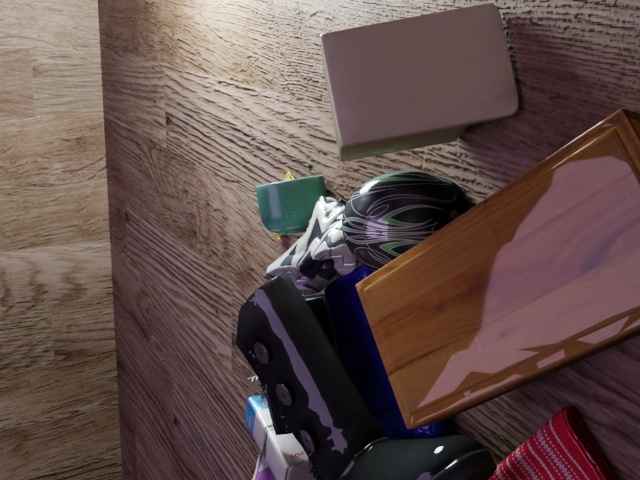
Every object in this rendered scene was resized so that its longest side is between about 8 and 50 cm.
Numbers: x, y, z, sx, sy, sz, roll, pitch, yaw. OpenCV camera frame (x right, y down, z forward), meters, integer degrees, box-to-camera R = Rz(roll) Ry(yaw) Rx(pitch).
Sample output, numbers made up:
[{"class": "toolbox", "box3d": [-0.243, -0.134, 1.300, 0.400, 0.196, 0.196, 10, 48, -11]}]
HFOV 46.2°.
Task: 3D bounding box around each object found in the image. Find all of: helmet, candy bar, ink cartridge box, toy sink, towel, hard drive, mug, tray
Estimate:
[{"class": "helmet", "box3d": [0.117, -0.024, 1.074, 0.169, 0.161, 0.170, 23, 116, 58]}, {"class": "candy bar", "box3d": [-0.074, -0.072, 1.565, 0.040, 0.018, 0.162, 54, 140, 42]}, {"class": "ink cartridge box", "box3d": [-0.050, 0.390, 1.505, 0.191, 0.139, 0.082, 52, 141, 43]}, {"class": "toy sink", "box3d": [0.127, -0.208, 1.016, 0.131, 0.234, 0.153, 67, -168, -86]}, {"class": "towel", "box3d": [0.301, 0.362, 0.972, 0.199, 0.031, 0.275, 64, 147, 32]}, {"class": "hard drive", "box3d": [-0.032, 0.231, 1.407, 0.054, 0.171, 0.255, 28, -126, -78]}, {"class": "mug", "box3d": [-0.042, -0.065, 1.414, 0.129, 0.157, 0.097, -8, 93, 37]}, {"class": "towel", "box3d": [0.098, 0.193, 1.253, 0.227, 0.076, 0.308, -39, 63, 59]}, {"class": "tray", "box3d": [0.226, 0.053, 0.863, 0.411, 0.076, 0.203, -37, 64, 38]}]

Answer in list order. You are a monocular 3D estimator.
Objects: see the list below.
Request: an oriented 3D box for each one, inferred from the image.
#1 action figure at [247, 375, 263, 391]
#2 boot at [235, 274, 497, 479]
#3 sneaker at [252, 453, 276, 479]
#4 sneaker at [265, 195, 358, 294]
[{"class": "action figure", "box3d": [-0.080, 0.233, 1.527, 0.275, 0.140, 0.164, 36, 122, 56]}, {"class": "boot", "box3d": [0.037, 0.236, 1.168, 0.445, 0.146, 0.367, 61, 140, 25]}, {"class": "sneaker", "box3d": [-0.074, 0.574, 1.557, 0.102, 0.161, 0.282, 116, 146, -79]}, {"class": "sneaker", "box3d": [0.000, 0.000, 1.331, 0.235, 0.094, 0.153, -35, 27, 53]}]
